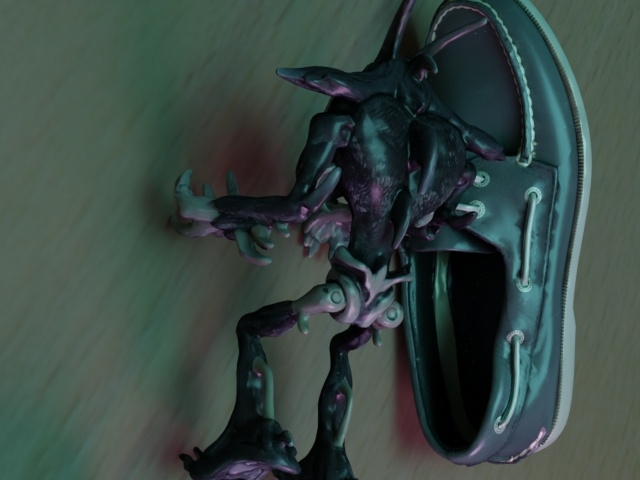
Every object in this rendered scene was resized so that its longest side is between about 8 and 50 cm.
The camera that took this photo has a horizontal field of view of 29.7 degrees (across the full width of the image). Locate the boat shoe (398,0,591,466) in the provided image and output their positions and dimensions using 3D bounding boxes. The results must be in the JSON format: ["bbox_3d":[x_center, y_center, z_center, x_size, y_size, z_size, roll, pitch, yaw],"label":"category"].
[{"bbox_3d":[0.103,-0.009,0.782,0.099,0.116,0.320,-8,97,-50],"label":"boat shoe"}]

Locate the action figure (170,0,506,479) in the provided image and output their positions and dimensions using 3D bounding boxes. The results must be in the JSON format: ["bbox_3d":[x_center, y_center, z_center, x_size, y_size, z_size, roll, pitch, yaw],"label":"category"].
[{"bbox_3d":[0.000,0.000,0.660,0.164,0.141,0.276,17,89,-42],"label":"action figure"}]
